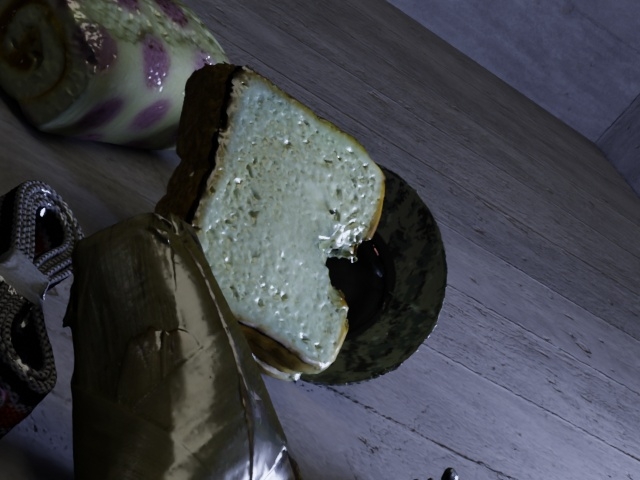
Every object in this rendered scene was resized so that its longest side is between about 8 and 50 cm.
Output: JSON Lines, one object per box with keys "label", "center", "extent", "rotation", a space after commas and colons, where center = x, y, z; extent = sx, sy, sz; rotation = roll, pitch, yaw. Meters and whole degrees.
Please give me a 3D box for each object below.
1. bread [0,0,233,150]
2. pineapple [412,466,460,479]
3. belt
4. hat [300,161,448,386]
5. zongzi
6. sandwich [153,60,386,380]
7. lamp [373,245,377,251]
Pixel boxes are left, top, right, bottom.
{"label": "bread", "center": [-0.237, -0.211, 2.171], "extent": [0.187, 0.155, 0.338], "rotation": [52, 18, 19]}
{"label": "pineapple", "center": [0.122, 0.282, 1.811], "extent": [0.237, 0.111, 0.119], "rotation": [9, 65, -71]}
{"label": "belt", "center": [-0.265, 0.050, 1.531], "extent": [0.126, 0.094, 0.359], "rotation": [42, 17, -12]}
{"label": "hat", "center": [0.007, 0.045, 2.071], "extent": [0.265, 0.265, 0.128], "rotation": [42, -19, 3]}
{"label": "zongzi", "center": [-0.147, 0.133, 1.399], "extent": [0.300, 0.145, 0.274], "rotation": [-29, 99, -64]}
{"label": "sandwich", "center": [-0.057, -0.014, 1.916], "extent": [0.249, 0.095, 0.273], "rotation": [31, 61, -31]}
{"label": "lamp", "center": [0.000, 0.000, 2.199], "extent": [0.136, 0.136, 0.136], "rotation": [37, 16, -13]}
